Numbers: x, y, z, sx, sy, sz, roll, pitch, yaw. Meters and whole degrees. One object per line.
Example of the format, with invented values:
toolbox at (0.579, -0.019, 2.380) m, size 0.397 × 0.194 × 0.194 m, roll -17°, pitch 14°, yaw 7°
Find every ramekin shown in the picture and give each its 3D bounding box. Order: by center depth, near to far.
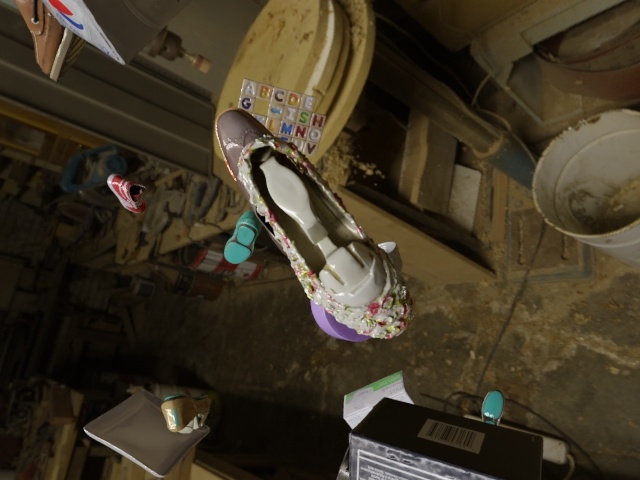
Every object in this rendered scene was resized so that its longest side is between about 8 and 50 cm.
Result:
ramekin at (0.239, 0.100, 1.821) m, size 0.207 × 0.109 × 0.207 m, roll -25°, pitch 13°, yaw 6°

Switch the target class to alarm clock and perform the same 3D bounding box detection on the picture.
alarm clock at (0.088, 0.524, 1.026) m, size 0.129 × 0.064 × 0.192 m, roll -53°, pitch -24°, yaw -40°

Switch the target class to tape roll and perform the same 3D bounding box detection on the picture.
tape roll at (0.107, 0.201, 1.512) m, size 0.090 × 0.274 × 0.275 m, roll -11°, pitch 65°, yaw 62°

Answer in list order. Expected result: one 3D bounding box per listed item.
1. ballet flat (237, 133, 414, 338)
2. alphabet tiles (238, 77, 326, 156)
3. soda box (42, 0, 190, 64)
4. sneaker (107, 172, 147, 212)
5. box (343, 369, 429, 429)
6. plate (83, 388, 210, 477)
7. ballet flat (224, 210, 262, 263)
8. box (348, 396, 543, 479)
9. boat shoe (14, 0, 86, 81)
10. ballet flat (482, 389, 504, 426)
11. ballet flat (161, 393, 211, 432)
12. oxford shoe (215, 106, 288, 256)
ballet flat at (0.000, 0.000, 0.418) m, size 0.091 × 0.241 × 0.077 m, roll -41°, pitch -3°, yaw -1°
alphabet tiles at (-0.111, -0.309, 1.203) m, size 0.009 × 0.237 × 0.198 m, roll -110°, pitch 33°, yaw -62°
soda box at (-0.145, -0.316, 0.430) m, size 0.098 × 0.091 × 0.286 m, roll 34°, pitch 76°, yaw 14°
sneaker at (-0.376, -0.086, 0.904) m, size 0.067 × 0.118 × 0.042 m, roll 21°, pitch 68°, yaw 21°
box at (0.255, 0.654, 1.669) m, size 0.262 × 0.231 × 0.127 m, roll -30°, pitch 17°, yaw 17°
plate at (-0.514, 0.581, 1.337) m, size 0.045 × 0.278 × 0.277 m, roll -67°, pitch -10°, yaw 8°
ballet flat at (-0.224, -0.012, 1.332) m, size 0.247 × 0.083 × 0.087 m, roll -50°, pitch 14°, yaw 54°
box at (0.209, 0.472, 0.767) m, size 0.296 × 0.182 × 0.294 m, roll 6°, pitch 96°, yaw 28°
boat shoe at (-0.451, -0.401, 0.754) m, size 0.307 × 0.104 × 0.111 m, roll -32°, pitch 38°, yaw 45°
ballet flat at (0.490, 0.509, 1.273) m, size 0.057 × 0.052 × 0.168 m, roll 12°, pitch 85°, yaw 24°
ballet flat at (-0.283, 0.371, 0.944) m, size 0.232 × 0.080 × 0.073 m, roll 85°, pitch 170°, yaw -70°
oxford shoe at (-0.109, -0.125, 0.925) m, size 0.130 × 0.364 × 0.133 m, roll -33°, pitch 1°, yaw 3°
